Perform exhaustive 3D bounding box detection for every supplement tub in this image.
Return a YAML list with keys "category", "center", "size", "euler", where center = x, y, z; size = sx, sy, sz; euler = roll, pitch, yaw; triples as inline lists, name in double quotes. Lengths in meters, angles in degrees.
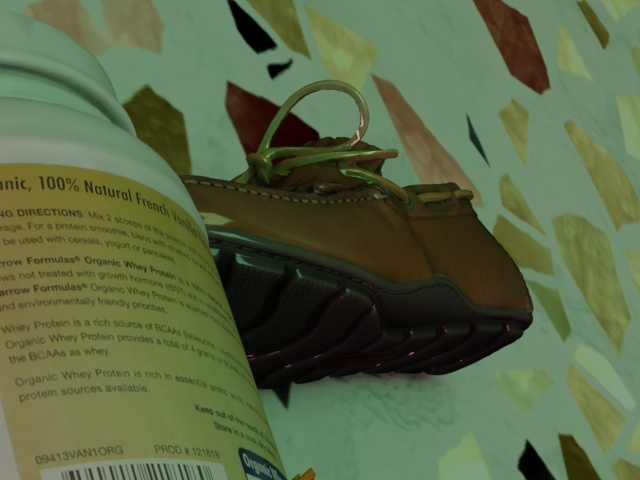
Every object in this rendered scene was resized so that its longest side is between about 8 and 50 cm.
- category: "supplement tub"
  center: [-0.132, 0.089, 0.664]
  size: [0.228, 0.228, 0.316]
  euler: [17, 44, -46]

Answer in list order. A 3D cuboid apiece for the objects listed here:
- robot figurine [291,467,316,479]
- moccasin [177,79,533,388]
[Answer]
- category: "robot figurine"
  center: [0.008, 0.269, 0.852]
  size: [0.211, 0.085, 0.291]
  euler: [-25, 84, -56]
- category: "moccasin"
  center: [0.002, -0.001, 1.019]
  size: [0.380, 0.139, 0.147]
  euler: [1, 62, -53]
